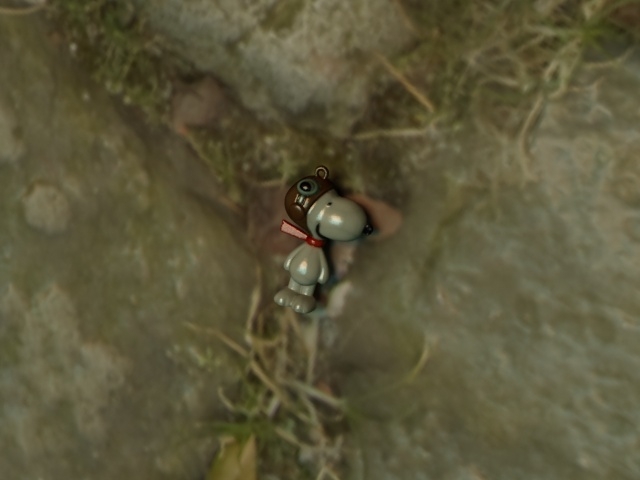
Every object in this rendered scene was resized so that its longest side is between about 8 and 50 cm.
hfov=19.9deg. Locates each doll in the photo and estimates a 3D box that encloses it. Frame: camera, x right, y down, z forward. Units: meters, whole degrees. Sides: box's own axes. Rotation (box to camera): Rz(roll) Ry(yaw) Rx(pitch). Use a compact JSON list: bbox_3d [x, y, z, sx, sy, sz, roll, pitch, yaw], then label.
[{"bbox_3d":[-0.006,-0.001,1.137,0.058,0.040,0.085,40,111,11],"label":"doll"}]
